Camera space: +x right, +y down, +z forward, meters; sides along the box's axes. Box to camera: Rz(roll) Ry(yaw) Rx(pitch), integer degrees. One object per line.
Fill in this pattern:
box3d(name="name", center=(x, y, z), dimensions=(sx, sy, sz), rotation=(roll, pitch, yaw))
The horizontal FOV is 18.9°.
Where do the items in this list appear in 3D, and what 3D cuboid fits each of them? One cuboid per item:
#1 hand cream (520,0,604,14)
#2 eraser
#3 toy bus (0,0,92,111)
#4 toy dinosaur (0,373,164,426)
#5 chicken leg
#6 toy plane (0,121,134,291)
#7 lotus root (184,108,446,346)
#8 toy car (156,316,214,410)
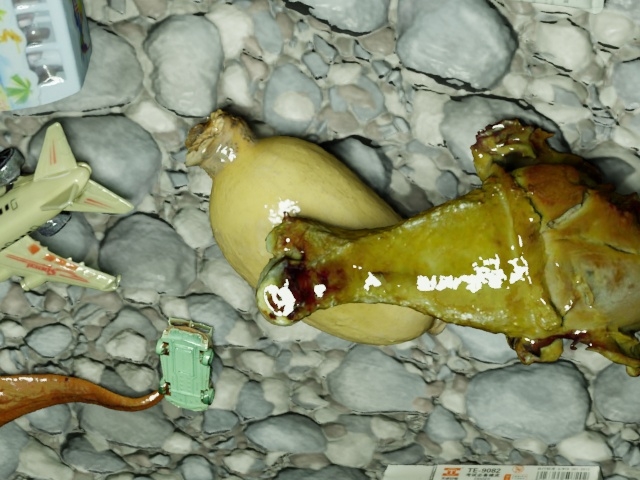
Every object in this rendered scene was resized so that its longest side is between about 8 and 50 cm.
box3d(name="hand cream", center=(0.139, -0.225, 1.592), dimensions=(0.194, 0.042, 0.067), rotation=(5, 123, 7))
box3d(name="eraser", center=(0.191, 0.302, 2.025), dimensions=(0.230, 0.038, 0.157), rotation=(-2, 129, 20))
box3d(name="toy bus", center=(-0.292, -0.268, 1.655), dimensions=(0.136, 0.109, 0.330), rotation=(-3, 129, 8))
box3d(name="toy dinosaur", center=(-0.393, 0.175, 2.075), dimensions=(0.432, 0.097, 0.208), rotation=(-15, 137, 33))
box3d(name="chicken leg", center=(0.136, -0.004, 1.665), dimensions=(0.361, 0.211, 0.140), rotation=(10, 158, -5))
box3d(name="toy plane", center=(-0.314, -0.018, 1.875), dimensions=(0.256, 0.104, 0.242), rotation=(-22, 122, 33))
box3d(name="lotus root", center=(-0.002, 0.003, 1.769), dimensions=(0.303, 0.131, 0.146), rotation=(39, 129, -15))
box3d(name="toy car", center=(-0.137, 0.133, 1.993), dimensions=(0.059, 0.035, 0.122), rotation=(12, 141, 9))
